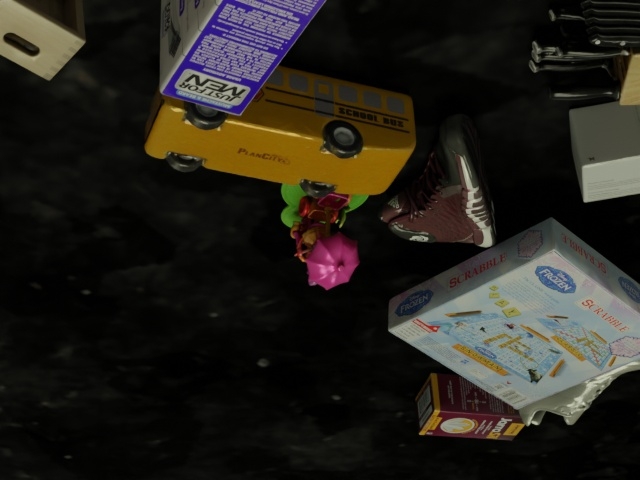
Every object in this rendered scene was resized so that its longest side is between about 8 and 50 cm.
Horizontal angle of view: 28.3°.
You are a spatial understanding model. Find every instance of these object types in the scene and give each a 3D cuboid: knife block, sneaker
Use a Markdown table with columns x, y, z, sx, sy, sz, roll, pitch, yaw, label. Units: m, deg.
| x | y | z | sx | sy | sz | roll | pitch | yaw | label |
| --- | --- | --- | --- | --- | --- | --- | --- | --- | --- |
| 0.409 | -0.219 | 1.567 | 0.276 | 0.088 | 0.242 | 27 | 137 | -37 | knife block |
| 0.463 | 0.258 | 2.236 | 0.262 | 0.121 | 0.099 | -19 | 163 | 27 | sneaker |
| 0.151 | -0.066 | 1.769 | 0.162 | 0.106 | 0.281 | -6 | 147 | 12 | sneaker |

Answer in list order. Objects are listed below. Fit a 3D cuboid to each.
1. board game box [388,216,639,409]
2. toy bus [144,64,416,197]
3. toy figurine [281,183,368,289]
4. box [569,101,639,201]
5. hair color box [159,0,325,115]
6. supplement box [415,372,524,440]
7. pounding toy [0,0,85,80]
| x | y | z | sx | sy | sz | roll | pitch | yaw | label |
| --- | --- | --- | --- | --- | --- | --- | --- | --- | --- |
| 0.325 | 0.123 | 1.946 | 0.318 | 0.066 | 0.319 | -29 | 132 | 36 | board game box |
| -0.050 | -0.146 | 1.610 | 0.333 | 0.130 | 0.108 | 10 | 145 | -18 | toy bus |
| 0.000 | 0.000 | 1.806 | 0.130 | 0.159 | 0.173 | 14 | 143 | -23 | toy figurine |
| 0.391 | -0.121 | 1.698 | 0.102 | 0.101 | 0.087 | -10 | 145 | 9 | box |
| -0.058 | -0.307 | 1.321 | 0.110 | 0.185 | 0.339 | 15 | 143 | -26 | hair color box |
| 0.282 | 0.310 | 2.355 | 0.188 | 0.081 | 0.104 | 6 | 145 | -12 | supplement box |
| -0.355 | -0.265 | 1.434 | 0.141 | 0.130 | 0.100 | 28 | 124 | -37 | pounding toy |
